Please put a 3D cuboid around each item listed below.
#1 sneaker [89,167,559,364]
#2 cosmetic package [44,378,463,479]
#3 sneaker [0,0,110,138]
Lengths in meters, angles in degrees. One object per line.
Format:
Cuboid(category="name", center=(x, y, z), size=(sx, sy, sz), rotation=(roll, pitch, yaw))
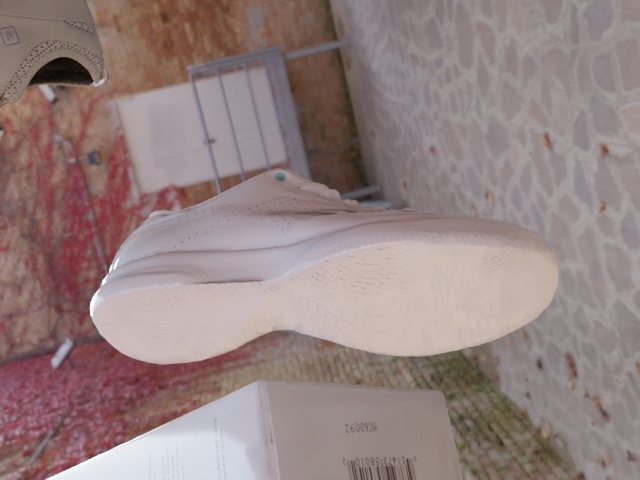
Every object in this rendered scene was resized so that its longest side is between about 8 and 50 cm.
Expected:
Cuboid(category="sneaker", center=(0.000, 0.000, 0.360), size=(0.094, 0.212, 0.080), rotation=(-82, -15, -46))
Cuboid(category="cosmetic package", center=(-0.082, 0.238, 0.598), size=(0.197, 0.365, 0.155), rotation=(15, -124, -45))
Cuboid(category="sneaker", center=(-0.256, -0.110, 0.498), size=(0.105, 0.281, 0.115), rotation=(-15, 107, 51))
